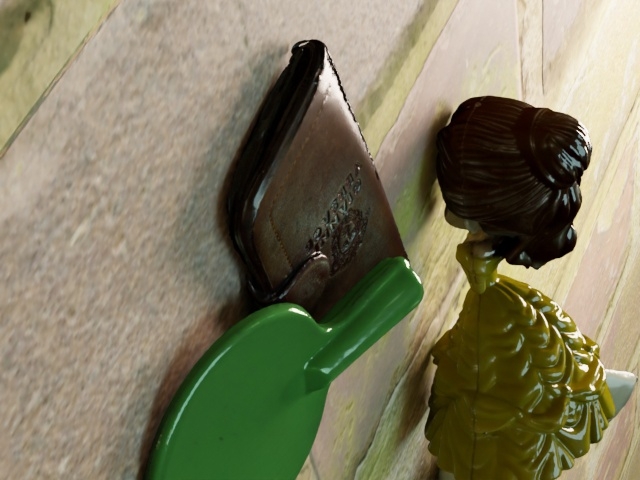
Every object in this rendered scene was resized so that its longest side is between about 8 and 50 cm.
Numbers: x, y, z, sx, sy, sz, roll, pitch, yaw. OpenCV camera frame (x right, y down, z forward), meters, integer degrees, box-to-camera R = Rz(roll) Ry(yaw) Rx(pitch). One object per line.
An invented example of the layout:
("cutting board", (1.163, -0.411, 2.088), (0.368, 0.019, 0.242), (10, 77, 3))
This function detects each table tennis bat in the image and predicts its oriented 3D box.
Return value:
("table tennis bat", (-0.020, 0.091, 0.889), (0.257, 0.039, 0.160), (-41, 142, -35))

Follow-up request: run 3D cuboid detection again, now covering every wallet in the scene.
("wallet", (0.000, 0.000, 0.924), (0.137, 0.031, 0.255), (-62, 154, -21))

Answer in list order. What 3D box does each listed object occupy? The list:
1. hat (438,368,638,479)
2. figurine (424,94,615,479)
("hat", (0.188, 0.248, 1.453), (0.301, 0.168, 0.258), (123, -16, -75))
("figurine", (0.152, 0.027, 1.210), (0.187, 0.168, 0.315), (-27, 123, -27))
